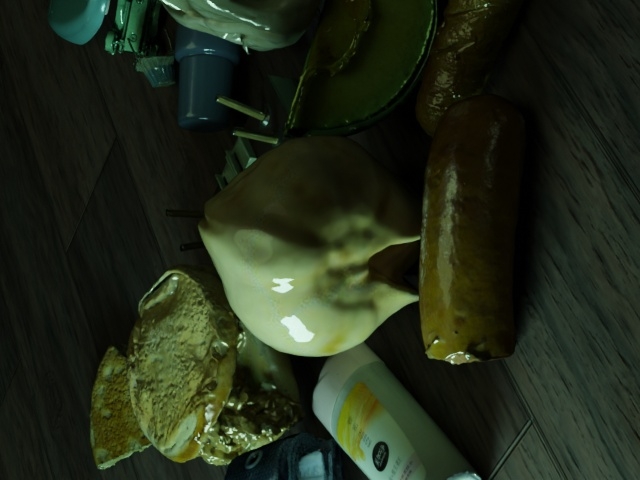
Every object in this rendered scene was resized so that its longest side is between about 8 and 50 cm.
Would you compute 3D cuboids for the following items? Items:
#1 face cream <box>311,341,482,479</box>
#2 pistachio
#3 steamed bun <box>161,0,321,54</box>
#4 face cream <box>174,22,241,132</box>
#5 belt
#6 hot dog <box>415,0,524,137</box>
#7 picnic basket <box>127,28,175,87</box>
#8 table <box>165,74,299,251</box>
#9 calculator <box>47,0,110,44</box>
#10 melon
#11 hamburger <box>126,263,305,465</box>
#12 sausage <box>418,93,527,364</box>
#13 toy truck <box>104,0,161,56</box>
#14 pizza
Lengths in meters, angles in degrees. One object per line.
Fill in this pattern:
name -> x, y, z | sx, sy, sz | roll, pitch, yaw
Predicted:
face cream -> 0.077, 0.212, 1.803 | 0.269, 0.073, 0.107 | 47, 117, 53
pistachio -> 0.000, 0.000, 1.765 | 0.238, 0.321, 0.229 | 19, 101, 15
steamed bun -> -0.104, -0.395, 1.955 | 0.368, 0.255, 0.342 | -153, 76, -76
face cream -> -0.144, -0.334, 2.252 | 0.135, 0.086, 0.385 | -18, 66, 55
belt -> -0.025, 0.326, 1.910 | 0.128, 0.122, 0.218 | -22, 68, 40
hot dog -> 0.164, -0.230, 1.731 | 0.088, 0.061, 0.285 | 39, 121, 42
picnic basket -> -0.235, -0.258, 2.414 | 0.083, 0.065, 0.083 | -19, 86, 62
table -> -0.103, -0.077, 2.112 | 0.240, 0.111, 0.121 | -64, 36, 32
calculator -> -0.351, -0.426, 2.569 | 0.386, 0.054, 0.256 | -168, 87, -70
melon -> 0.055, -0.229, 1.867 | 0.169, 0.129, 0.265 | -106, 33, -80
hamburger -> -0.132, 0.151, 2.083 | 0.286, 0.146, 0.243 | 31, 118, 51
sausage -> 0.148, -0.012, 1.681 | 0.109, 0.109, 0.270 | -4, 80, 60
toy truck -> -0.262, -0.342, 2.473 | 0.078, 0.080, 0.154 | -104, 24, -81
pizza -> -0.272, 0.233, 2.434 | 0.262, 0.034, 0.181 | -17, 72, 58
